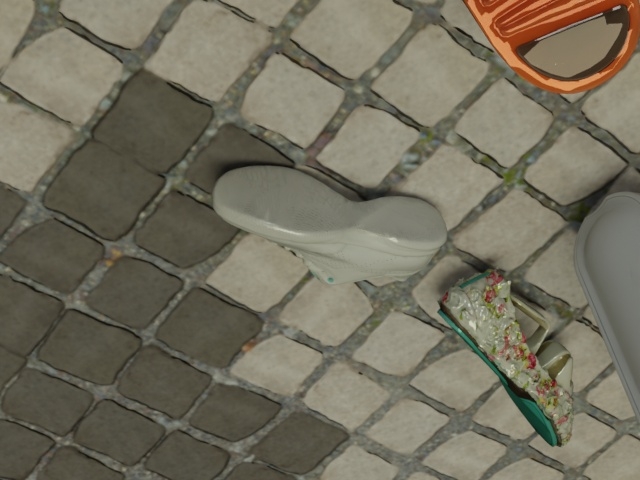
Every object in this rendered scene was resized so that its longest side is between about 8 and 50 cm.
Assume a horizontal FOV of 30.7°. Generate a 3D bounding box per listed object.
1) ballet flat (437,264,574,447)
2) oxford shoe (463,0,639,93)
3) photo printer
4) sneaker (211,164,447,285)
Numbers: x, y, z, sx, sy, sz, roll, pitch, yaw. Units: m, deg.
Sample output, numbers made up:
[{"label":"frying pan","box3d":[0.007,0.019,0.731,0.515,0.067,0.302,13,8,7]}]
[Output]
[{"label":"ballet flat","box3d":[0.200,0.114,1.127,0.077,0.091,0.241,-42,126,-2]},{"label":"oxford shoe","box3d":[0.088,-0.266,0.806,0.130,0.132,0.363,-29,105,12]},{"label":"photo printer","box3d":[0.348,0.098,0.982,0.256,0.307,0.107,26,121,-26]},{"label":"sneaker","box3d":[0.000,0.000,1.026,0.212,0.080,0.094,13,136,-16]}]
